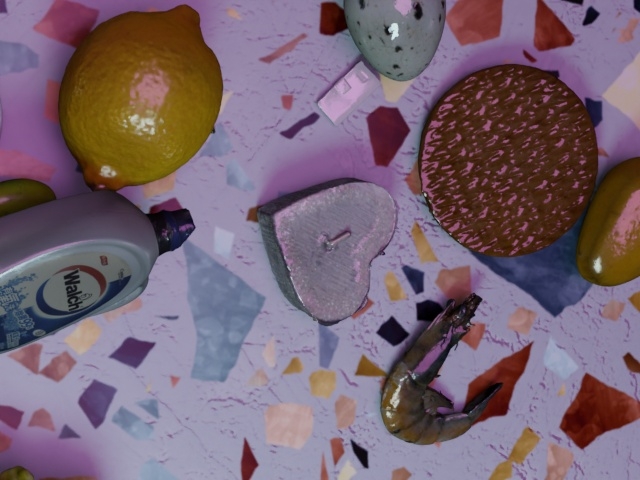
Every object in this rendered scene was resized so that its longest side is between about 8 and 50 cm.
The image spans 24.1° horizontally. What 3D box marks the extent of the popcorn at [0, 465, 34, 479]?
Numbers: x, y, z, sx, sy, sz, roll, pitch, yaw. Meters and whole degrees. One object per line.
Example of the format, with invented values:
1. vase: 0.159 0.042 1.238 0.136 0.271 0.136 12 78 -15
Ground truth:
1. popcorn: -0.345 0.403 1.772 0.256 0.195 0.255 -31 114 -12

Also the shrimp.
1. shrimp: 0.172 0.177 1.990 0.150 0.051 0.217 32 93 -22

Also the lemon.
1. lemon: -0.212 -0.166 1.754 0.187 0.187 0.244 24 98 -19

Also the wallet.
1. wallet: 0.036 -0.188 1.922 0.083 0.011 0.044 -45 107 -9

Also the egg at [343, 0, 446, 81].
1. egg: 0.094 -0.280 1.876 0.131 0.131 0.164 -17 122 -16

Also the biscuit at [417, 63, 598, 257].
1. biscuit: 0.247 -0.105 1.987 0.262 0.037 0.262 -2 97 -18

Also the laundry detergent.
1. laundry detergent: -0.282 0.030 1.757 0.280 0.215 0.105 -18 59 -18

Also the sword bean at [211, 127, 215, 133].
1. sword bean: -0.143 -0.173 1.865 0.012 0.012 0.083 -13 101 -17

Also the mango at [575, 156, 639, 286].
1. mango: 0.415 -0.024 2.022 0.195 0.098 0.137 -47 110 -2

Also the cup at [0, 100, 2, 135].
1. cup: -0.504 -0.087 1.660 0.323 0.237 0.327 8 92 -49

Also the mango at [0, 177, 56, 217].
1. mango: -0.361 -0.038 1.772 0.108 0.056 0.073 -9 132 -41

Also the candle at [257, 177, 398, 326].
1. candle: 0.000 0.000 1.900 0.168 0.068 0.192 27 85 -22
